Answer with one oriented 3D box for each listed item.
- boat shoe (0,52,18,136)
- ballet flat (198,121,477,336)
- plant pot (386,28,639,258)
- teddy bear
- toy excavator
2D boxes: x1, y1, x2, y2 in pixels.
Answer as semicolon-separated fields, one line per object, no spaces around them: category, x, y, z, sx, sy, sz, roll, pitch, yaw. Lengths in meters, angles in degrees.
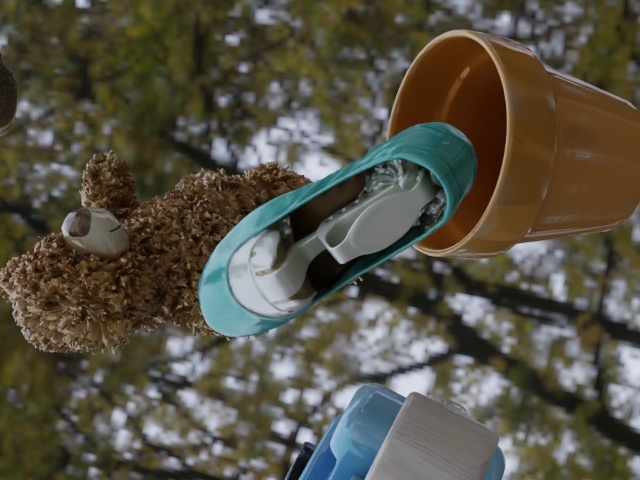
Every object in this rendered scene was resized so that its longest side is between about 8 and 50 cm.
boat shoe;-0.294;-0.134;1.603;0.050;0.135;0.045;-13;-43;-7
ballet flat;0.000;0.000;1.266;0.083;0.247;0.087;53;-159;-8
plant pot;0.191;-0.079;1.654;0.188;0.205;0.205;6;-86;-29
teddy bear;-0.115;0.001;1.594;0.338;0.245;0.113;-1;-44;-24
toy excavator;0.064;0.232;1.604;0.445;0.222;0.433;-68;-7;33
